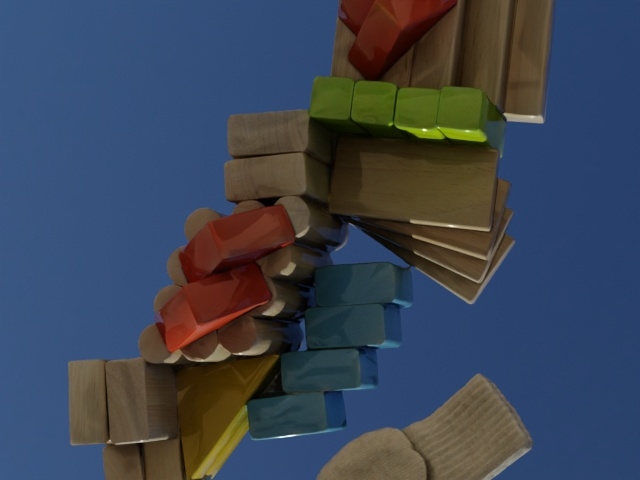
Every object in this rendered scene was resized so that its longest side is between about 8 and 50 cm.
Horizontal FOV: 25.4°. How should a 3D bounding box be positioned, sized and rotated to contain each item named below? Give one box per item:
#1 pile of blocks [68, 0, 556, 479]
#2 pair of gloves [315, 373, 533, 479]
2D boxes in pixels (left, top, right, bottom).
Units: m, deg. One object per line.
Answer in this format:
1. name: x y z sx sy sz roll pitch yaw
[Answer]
1. pile of blocks: 0.000 0.000 0.697 0.149 0.112 0.362 31 -86 16
2. pair of gloves: 0.086 0.238 1.053 0.204 0.042 0.240 -33 -123 17
